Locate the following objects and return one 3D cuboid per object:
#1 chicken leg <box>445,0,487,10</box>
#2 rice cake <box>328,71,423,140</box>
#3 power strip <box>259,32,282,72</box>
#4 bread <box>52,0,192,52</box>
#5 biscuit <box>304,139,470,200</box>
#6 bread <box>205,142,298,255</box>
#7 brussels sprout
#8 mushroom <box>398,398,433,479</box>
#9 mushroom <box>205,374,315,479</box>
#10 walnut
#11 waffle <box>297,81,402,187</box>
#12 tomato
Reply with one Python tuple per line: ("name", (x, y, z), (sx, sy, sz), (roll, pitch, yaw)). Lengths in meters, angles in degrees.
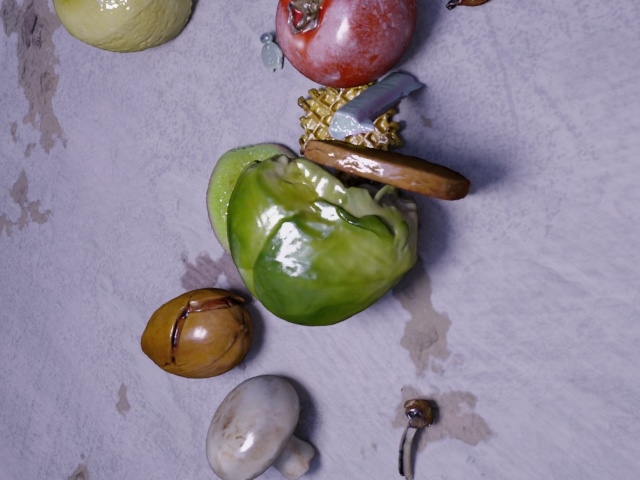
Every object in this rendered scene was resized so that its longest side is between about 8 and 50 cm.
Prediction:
("chicken leg", (0.291, -0.452, 1.072), (0.145, 0.037, 0.062), (-36, 55, 27))
("rice cake", (0.105, -0.240, 1.066), (0.081, 0.290, 0.051), (18, 125, 20))
("power strip", (-0.106, -0.412, 1.315), (0.055, 0.035, 0.083), (-11, 102, 31))
("bread", (-0.459, -0.585, 1.380), (0.320, 0.237, 0.321), (2, 95, 26))
("biscuit", (0.126, -0.130, 1.046), (0.262, 0.277, 0.052), (20, 102, 20))
("bread", (-0.146, -0.075, 1.358), (0.301, 0.045, 0.302), (4, 98, 30))
("brussels sprout", (0.000, 0.000, 1.142), (0.370, 0.276, 0.315), (8, 102, 12))
("mushroom", (0.184, 0.398, 1.208), (0.060, 0.061, 0.187), (10, 110, -1))
("mushroom", (-0.121, 0.428, 1.316), (0.243, 0.243, 0.244), (3, 96, 30))
("walnut", (-0.299, 0.224, 1.390), (0.336, 0.208, 0.209), (-25, 82, 37))
("waffle", (0.055, -0.215, 1.225), (0.231, 0.051, 0.229), (-7, 88, 30))
("tomato", (0.054, -0.414, 1.103), (0.270, 0.227, 0.271), (8, 101, 47))
